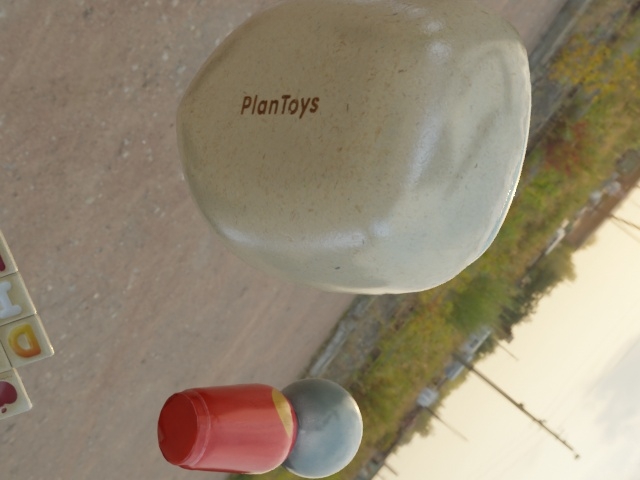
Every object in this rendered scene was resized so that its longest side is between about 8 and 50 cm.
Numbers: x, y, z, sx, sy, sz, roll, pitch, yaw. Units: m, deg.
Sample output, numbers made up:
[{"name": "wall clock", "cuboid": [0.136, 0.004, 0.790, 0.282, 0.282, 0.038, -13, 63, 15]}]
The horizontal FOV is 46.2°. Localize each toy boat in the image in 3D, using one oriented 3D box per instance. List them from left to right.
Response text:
[{"name": "toy boat", "cuboid": [0.000, 0.000, 0.483, 0.148, 0.267, 0.318, 14, 94, -44]}]

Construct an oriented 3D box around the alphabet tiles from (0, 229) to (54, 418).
[{"name": "alphabet tiles", "cuboid": [-0.505, 0.084, 0.942, 0.285, 0.342, 0.011, -19, -170, 7]}]
